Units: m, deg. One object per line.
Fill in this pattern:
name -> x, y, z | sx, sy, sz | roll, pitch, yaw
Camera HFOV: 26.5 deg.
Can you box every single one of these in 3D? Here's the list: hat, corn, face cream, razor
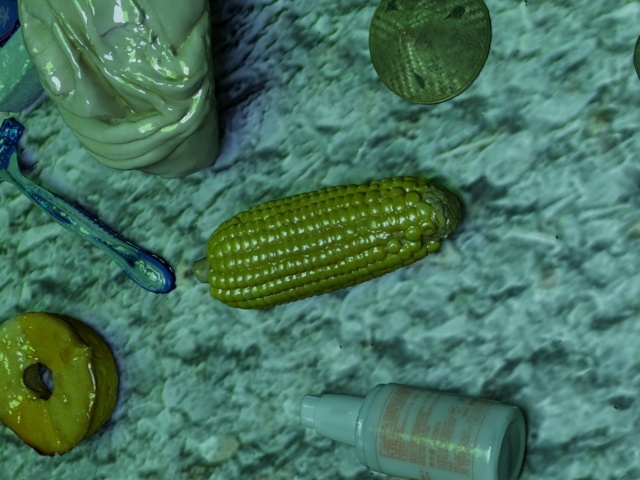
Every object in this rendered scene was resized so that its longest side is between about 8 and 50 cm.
hat -> 0.103, -0.218, 1.447 | 0.146, 0.067, 0.146 | 2, 94, 28
corn -> 0.000, 0.000, 1.491 | 0.322, 0.119, 0.119 | -17, 85, 23
face cream -> 0.088, 0.205, 1.461 | 0.252, 0.101, 0.101 | 8, 97, 27
razor -> -0.309, -0.031, 1.685 | 0.324, 0.056, 0.093 | 37, 107, 21

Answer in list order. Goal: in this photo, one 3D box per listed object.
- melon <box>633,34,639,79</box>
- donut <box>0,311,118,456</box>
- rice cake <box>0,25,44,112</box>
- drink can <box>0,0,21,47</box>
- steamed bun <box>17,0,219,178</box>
melon -> 0.364, -0.171, 1.294 | 0.131, 0.098, 0.098 | 15, 100, 21
donut -> -0.330, 0.174, 1.698 | 0.190, 0.075, 0.174 | 13, 100, 31
rice cake -> -0.347, -0.237, 1.687 | 0.206, 0.069, 0.063 | -42, 72, 21
drink can -> -0.443, -0.287, 1.638 | 0.097, 0.235, 0.097 | 2, 94, 28
steamed bun -> -0.222, -0.223, 1.510 | 0.203, 0.289, 0.276 | -5, 51, -5
